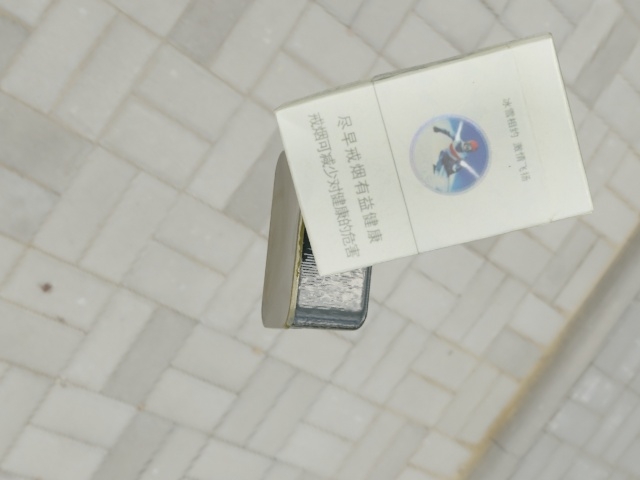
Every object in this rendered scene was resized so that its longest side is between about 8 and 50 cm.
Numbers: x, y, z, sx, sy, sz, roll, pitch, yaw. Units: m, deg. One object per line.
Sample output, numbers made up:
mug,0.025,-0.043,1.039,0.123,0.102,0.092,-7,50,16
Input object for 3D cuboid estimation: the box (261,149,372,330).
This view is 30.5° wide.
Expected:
box,0.000,0.000,1.267,0.090,0.144,0.201,6,83,-15

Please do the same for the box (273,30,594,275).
box,0.103,-0.078,1.070,0.256,0.069,0.164,-14,100,10
